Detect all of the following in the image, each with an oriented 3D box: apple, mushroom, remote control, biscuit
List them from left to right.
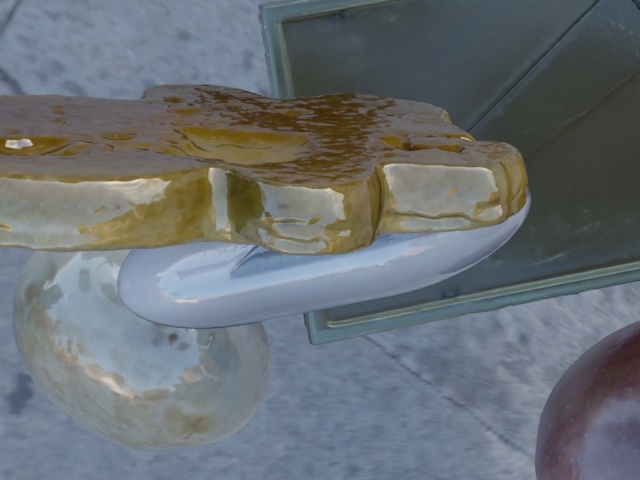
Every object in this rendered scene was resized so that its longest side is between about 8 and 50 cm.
[{"bbox_3d":[-0.169,0.076,1.968,0.297,0.297,0.290,25,65,14],"label":"mushroom"},{"bbox_3d":[-0.052,-0.025,0.677,0.248,0.184,0.035,-2,106,-22],"label":"biscuit"},{"bbox_3d":[0.000,0.000,1.399,0.332,0.221,0.103,-10,100,22],"label":"remote control"},{"bbox_3d":[0.327,0.219,1.741,0.235,0.306,0.306,-15,81,12],"label":"apple"}]

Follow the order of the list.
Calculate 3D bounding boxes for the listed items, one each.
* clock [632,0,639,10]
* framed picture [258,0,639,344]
[{"bbox_3d":[0.272,-0.086,0.985,0.067,0.325,0.325,-42,77,4],"label":"clock"},{"bbox_3d":[0.182,-0.098,1.702,0.446,0.028,0.326,-10,105,-8],"label":"framed picture"}]
